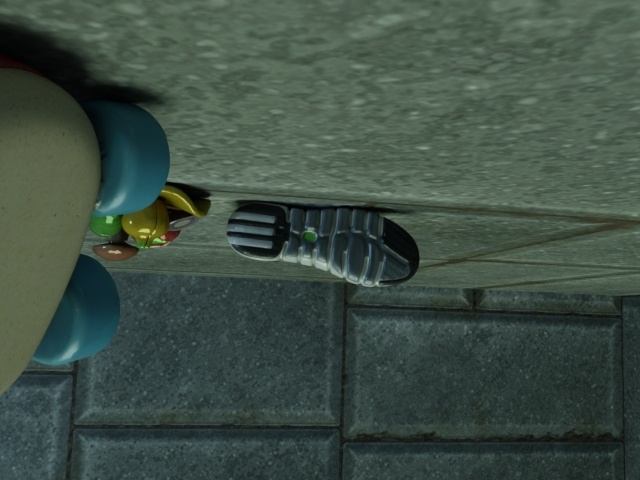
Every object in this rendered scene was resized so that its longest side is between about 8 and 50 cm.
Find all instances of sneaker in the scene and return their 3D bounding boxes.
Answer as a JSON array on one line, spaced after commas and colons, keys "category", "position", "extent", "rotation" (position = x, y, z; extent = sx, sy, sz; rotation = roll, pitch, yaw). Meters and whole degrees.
[{"category": "sneaker", "position": [0.000, 0.000, 0.861], "extent": [0.228, 0.086, 0.132], "rotation": [13, 177, -7]}]

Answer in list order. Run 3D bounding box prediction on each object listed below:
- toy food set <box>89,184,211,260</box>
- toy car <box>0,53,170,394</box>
[{"category": "toy food set", "position": [-0.203, -0.013, 0.791], "extent": [0.128, 0.071, 0.218], "rotation": [5, 173, -26]}, {"category": "toy car", "position": [-0.258, -0.031, 0.404], "extent": [0.238, 0.210, 0.219], "rotation": [29, -162, 20]}]
